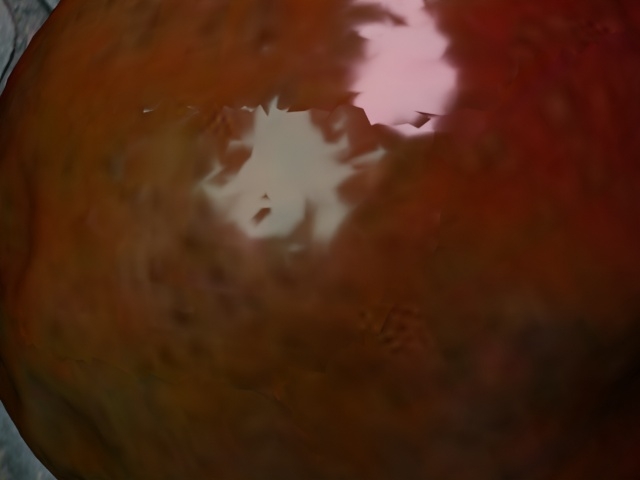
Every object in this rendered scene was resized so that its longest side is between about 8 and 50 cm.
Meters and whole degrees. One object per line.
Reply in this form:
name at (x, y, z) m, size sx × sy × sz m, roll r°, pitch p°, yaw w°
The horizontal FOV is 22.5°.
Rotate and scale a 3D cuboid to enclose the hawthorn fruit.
hawthorn fruit at (0.000, 0.000, 0.536) m, size 0.298 × 0.277 × 0.276 m, roll 5°, pitch 74°, yaw 11°
